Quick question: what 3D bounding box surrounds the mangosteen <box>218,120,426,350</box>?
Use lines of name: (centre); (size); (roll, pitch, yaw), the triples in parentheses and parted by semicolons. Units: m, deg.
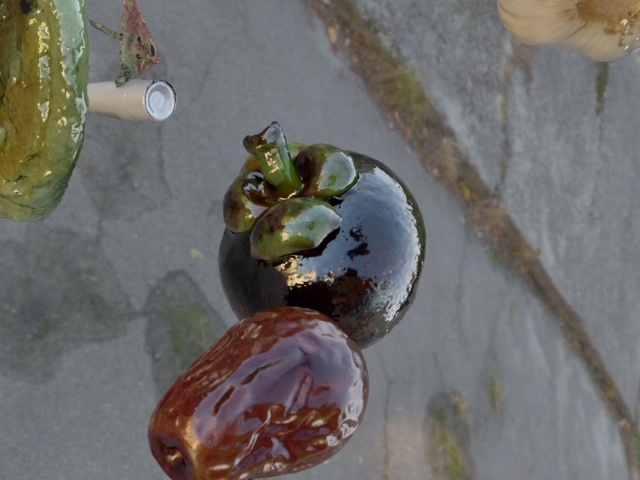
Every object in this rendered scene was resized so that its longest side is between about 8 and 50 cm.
mangosteen: (0.002, 0.008, 1.217); (0.330, 0.330, 0.330); (32, 52, -54)

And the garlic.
garlic: (0.250, -0.279, 0.753); (0.199, 0.199, 0.226); (51, 32, -40)

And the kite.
kite: (-0.258, -0.264, 1.122); (0.011, 0.156, 0.139); (-19, 132, -48)

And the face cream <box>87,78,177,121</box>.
face cream: (-0.306, -0.200, 1.221); (0.092, 0.243, 0.058); (3, 94, -53)

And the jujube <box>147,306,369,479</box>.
jujube: (-0.065, 0.182, 0.961); (0.255, 0.190, 0.190); (-28, 105, -40)

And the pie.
pie: (-0.248, -0.144, 0.699); (0.078, 0.277, 0.277); (0, 77, -26)
